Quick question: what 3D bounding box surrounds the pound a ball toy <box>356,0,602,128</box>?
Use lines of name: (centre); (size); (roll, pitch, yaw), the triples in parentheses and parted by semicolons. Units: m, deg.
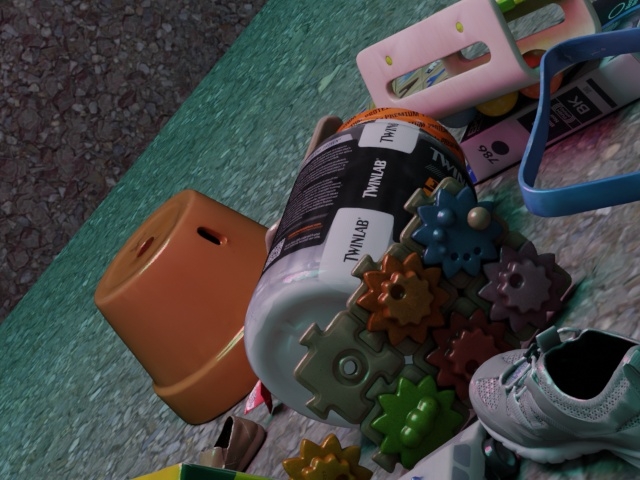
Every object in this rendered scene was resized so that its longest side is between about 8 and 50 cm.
pound a ball toy: (0.217, -0.222, 1.594); (0.208, 0.135, 0.319); (-30, 8, -29)

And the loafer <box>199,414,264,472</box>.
loafer: (-0.120, 0.263, 1.656); (0.056, 0.050, 0.148); (-23, 30, 54)

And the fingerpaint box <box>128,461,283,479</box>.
fingerpaint box: (-0.158, 0.389, 1.077); (0.445, 0.163, 0.371); (-27, 54, 51)

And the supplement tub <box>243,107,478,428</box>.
supplement tub: (0.054, 0.015, 1.503); (0.207, 0.207, 0.338); (-37, 21, 33)

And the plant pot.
plant pot: (-0.162, 0.070, 1.916); (0.291, 0.203, 0.291); (-43, 19, 19)

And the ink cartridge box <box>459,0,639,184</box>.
ink cartridge box: (0.266, -0.179, 1.650); (0.333, 0.065, 0.165); (-31, 25, 47)

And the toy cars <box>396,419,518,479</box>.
toy cars: (0.042, 0.293, 1.138); (0.393, 0.087, 0.176); (-55, 19, -21)

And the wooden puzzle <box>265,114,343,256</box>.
wooden puzzle: (0.000, 0.000, 1.740); (0.044, 0.221, 0.238); (7, 40, 16)

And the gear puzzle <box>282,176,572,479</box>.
gear puzzle: (0.075, 0.112, 1.294); (0.339, 0.175, 0.044); (-52, 8, -9)

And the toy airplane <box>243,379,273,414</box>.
toy airplane: (-0.061, 0.140, 1.713); (0.028, 0.151, 0.151); (6, 41, 14)

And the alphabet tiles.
alphabet tiles: (0.071, -0.150, 2.143); (0.342, 0.011, 0.285); (-41, 19, 22)

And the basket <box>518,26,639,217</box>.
basket: (0.305, -0.114, 1.126); (0.289, 0.201, 0.254); (-5, 35, 19)

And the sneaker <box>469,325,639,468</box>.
sneaker: (0.198, 0.102, 1.106); (0.105, 0.115, 0.281); (-50, 19, -21)
